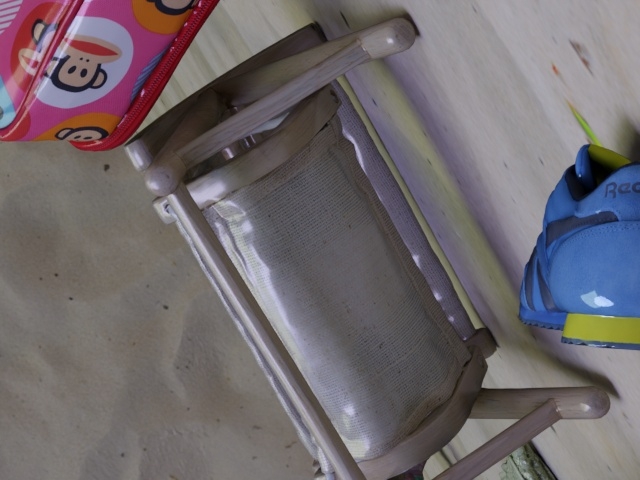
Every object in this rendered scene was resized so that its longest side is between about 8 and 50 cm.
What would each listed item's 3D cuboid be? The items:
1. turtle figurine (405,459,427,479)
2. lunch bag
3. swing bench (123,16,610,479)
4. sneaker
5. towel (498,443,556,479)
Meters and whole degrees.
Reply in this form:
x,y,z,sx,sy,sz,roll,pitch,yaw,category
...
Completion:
x,y,z,sx,sy,sz,roll,pitch,yaw,category
0.114,0.277,1.682,0.234,0.118,0.175,61,174,27,turtle figurine
-0.161,-0.226,1.137,0.120,0.258,0.293,5,-140,-43,lunch bag
0.012,0.017,1.129,0.253,0.165,0.255,60,172,-10,swing bench
0.125,0.002,0.807,0.209,0.069,0.082,31,-119,-89,sneaker
0.175,0.216,1.365,0.148,0.027,0.110,56,172,18,towel
